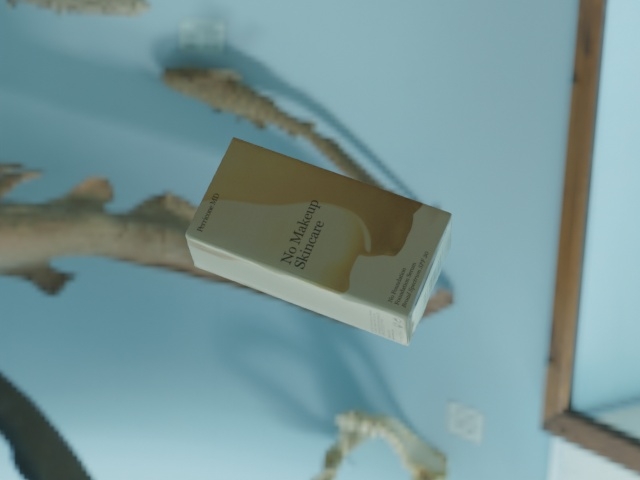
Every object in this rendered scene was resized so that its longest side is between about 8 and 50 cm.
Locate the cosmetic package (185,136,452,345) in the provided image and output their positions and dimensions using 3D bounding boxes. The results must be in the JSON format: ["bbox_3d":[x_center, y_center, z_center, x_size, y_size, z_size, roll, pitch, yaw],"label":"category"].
[{"bbox_3d":[0.000,0.000,0.754,0.115,0.060,0.041,19,159,11],"label":"cosmetic package"}]
